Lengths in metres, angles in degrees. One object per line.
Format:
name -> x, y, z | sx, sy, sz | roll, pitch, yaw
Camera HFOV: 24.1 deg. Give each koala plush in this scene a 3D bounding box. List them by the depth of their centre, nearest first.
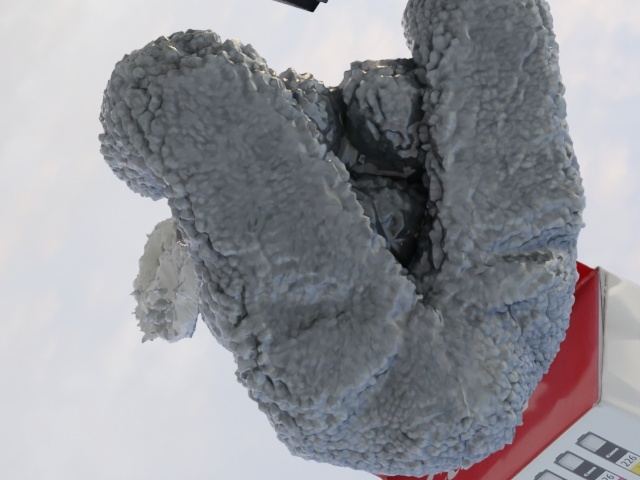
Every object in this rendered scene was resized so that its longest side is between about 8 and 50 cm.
koala plush -> 0.000, 0.000, 0.683 | 0.196, 0.203, 0.221 | -18, -176, -18

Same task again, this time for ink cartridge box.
ink cartridge box -> 0.168, 0.174, 1.089 | 0.309, 0.271, 0.130 | -53, -161, 41

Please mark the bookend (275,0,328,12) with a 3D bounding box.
bookend -> -0.023, -0.252, 1.203 | 0.157, 0.072, 0.156 | 147, -42, -77
